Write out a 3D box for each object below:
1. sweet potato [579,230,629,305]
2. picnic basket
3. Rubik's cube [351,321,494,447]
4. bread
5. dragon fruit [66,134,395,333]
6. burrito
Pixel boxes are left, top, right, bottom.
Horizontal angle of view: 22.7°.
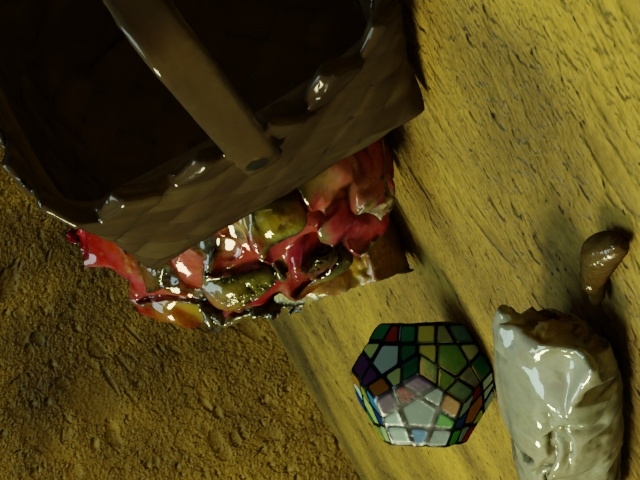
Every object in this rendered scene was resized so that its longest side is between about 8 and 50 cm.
[{"bbox_3d":[0.161,0.014,0.926,0.026,0.026,0.115,60,175,15],"label":"sweet potato"},{"bbox_3d":[-0.100,-0.154,1.053,0.254,0.291,0.321,60,-176,24],"label":"picnic basket"},{"bbox_3d":[0.093,0.129,1.436,0.133,0.133,0.112,167,104,-82],"label":"Rubik's cube"},{"bbox_3d":[-0.004,-0.008,1.550,0.260,0.129,0.134,158,91,-81],"label":"bread"},{"bbox_3d":[-0.069,-0.067,1.325,0.269,0.250,0.291,50,143,-18],"label":"dragon fruit"},{"bbox_3d":[0.168,0.146,1.140,0.117,0.076,0.392,58,172,31],"label":"burrito"}]
